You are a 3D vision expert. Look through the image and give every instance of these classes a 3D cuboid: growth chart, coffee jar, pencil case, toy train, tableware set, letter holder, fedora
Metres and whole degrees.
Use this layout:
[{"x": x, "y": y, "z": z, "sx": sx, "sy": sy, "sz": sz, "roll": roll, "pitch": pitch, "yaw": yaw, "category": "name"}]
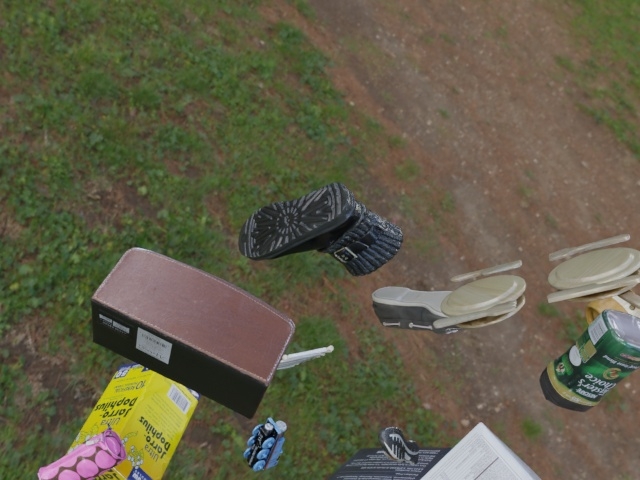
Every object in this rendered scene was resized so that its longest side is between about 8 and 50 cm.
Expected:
[{"x": -0.074, "y": 0.341, "z": 1.914, "sx": 0.171, "sy": 0.237, "sz": 0.021, "roll": -6, "pitch": 73, "yaw": -30, "category": "growth chart"}, {"x": 0.435, "y": 0.196, "z": 1.067, "sx": 0.096, "sy": 0.184, "sz": 0.079, "roll": 16, "pitch": 40, "yaw": -16, "category": "coffee jar"}, {"x": -0.579, "y": 0.536, "z": 1.624, "sx": 0.095, "sy": 0.209, "sz": 0.098, "roll": 59, "pitch": 3, "yaw": 34, "category": "pencil case"}, {"x": -0.158, "y": 0.603, "z": 1.993, "sx": 0.105, "sy": 0.184, "sz": 0.080, "roll": -8, "pitch": 40, "yaw": -42, "category": "toy train"}, {"x": 0.213, "y": 0.053, "z": 0.652, "sx": 0.039, "sy": 0.194, "sz": 0.128, "roll": 68, "pitch": 25, "yaw": -11, "category": "tableware set"}, {"x": -0.193, "y": 0.119, "z": 1.131, "sx": 0.301, "sy": 0.152, "sz": 0.214, "roll": 26, "pitch": 53, "yaw": 2, "category": "letter holder"}, {"x": 0.643, "y": 0.175, "z": 1.471, "sx": 0.079, "sy": 0.194, "sz": 0.194, "roll": -30, "pitch": 71, "yaw": -10, "category": "fedora"}]

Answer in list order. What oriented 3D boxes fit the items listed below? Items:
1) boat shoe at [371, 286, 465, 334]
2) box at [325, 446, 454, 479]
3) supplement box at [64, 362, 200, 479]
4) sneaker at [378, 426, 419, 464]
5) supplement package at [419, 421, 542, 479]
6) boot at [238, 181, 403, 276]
[{"x": 0.275, "y": 0.186, "z": 1.691, "sx": 0.112, "sy": 0.335, "sz": 0.096, "roll": -31, "pitch": 116, "yaw": -40, "category": "boat shoe"}, {"x": 0.147, "y": 0.778, "z": 1.483, "sx": 0.471, "sy": 0.297, "sz": 0.480, "roll": -17, "pitch": 94, "yaw": -57, "category": "box"}, {"x": -0.526, "y": 0.532, "z": 1.901, "sx": 0.195, "sy": 0.194, "sz": 0.357, "roll": 56, "pitch": 34, "yaw": -27, "category": "supplement box"}, {"x": 0.101, "y": 0.291, "z": 0.944, "sx": 0.109, "sy": 0.043, "sz": 0.040, "roll": 50, "pitch": 44, "yaw": -46, "category": "sneaker"}, {"x": 0.237, "y": 0.403, "z": 0.793, "sx": 0.199, "sy": 0.198, "sz": 0.263, "roll": 45, "pitch": 2, "yaw": -39, "category": "supplement package"}, {"x": 0.001, "y": 0.003, "z": 1.640, "sx": 0.260, "sy": 0.347, "sz": 0.131, "roll": 35, "pitch": 47, "yaw": -47, "category": "boot"}]
